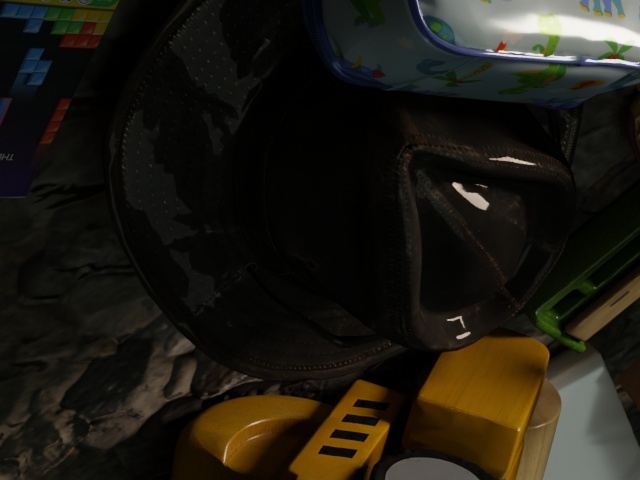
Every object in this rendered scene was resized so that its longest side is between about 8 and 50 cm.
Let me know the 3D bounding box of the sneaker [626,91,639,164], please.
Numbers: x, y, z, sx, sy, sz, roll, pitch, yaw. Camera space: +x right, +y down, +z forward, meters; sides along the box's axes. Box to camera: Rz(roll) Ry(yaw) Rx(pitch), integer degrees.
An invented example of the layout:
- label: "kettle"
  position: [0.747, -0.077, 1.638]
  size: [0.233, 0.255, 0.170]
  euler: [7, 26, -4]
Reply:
- label: "sneaker"
  position: [0.282, -0.060, 1.179]
  size: [0.185, 0.084, 0.069]
  euler: [38, 103, -29]

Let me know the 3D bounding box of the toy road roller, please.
- label: "toy road roller"
  position: [0.028, 0.191, 1.190]
  size: [0.329, 0.240, 0.202]
  euler: [-45, 149, -60]

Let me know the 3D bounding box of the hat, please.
- label: "hat"
  position: [0.049, -0.026, 0.880]
  size: [0.331, 0.134, 0.331]
  euler: [-16, 127, -22]

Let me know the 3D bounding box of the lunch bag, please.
- label: "lunch bag"
  position: [0.087, -0.160, 0.785]
  size: [0.219, 0.176, 0.090]
  euler: [-2, 173, -42]

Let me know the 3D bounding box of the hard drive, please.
- label: "hard drive"
  position: [0.141, 0.245, 1.395]
  size: [0.307, 0.040, 0.203]
  euler: [-29, 116, -6]

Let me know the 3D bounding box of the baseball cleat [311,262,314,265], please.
- label: "baseball cleat"
  position: [0.000, 0.000, 1.007]
  size: [0.206, 0.072, 0.109]
  euler: [-37, 147, 7]

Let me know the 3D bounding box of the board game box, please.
- label: "board game box"
  position: [-0.198, -0.085, 0.749]
  size: [0.170, 0.048, 0.141]
  euler: [-1, 135, -39]

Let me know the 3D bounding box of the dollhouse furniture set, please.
- label: "dollhouse furniture set"
  position: [0.323, 0.100, 1.295]
  size: [0.151, 0.197, 0.301]
  euler: [-43, 146, 13]
